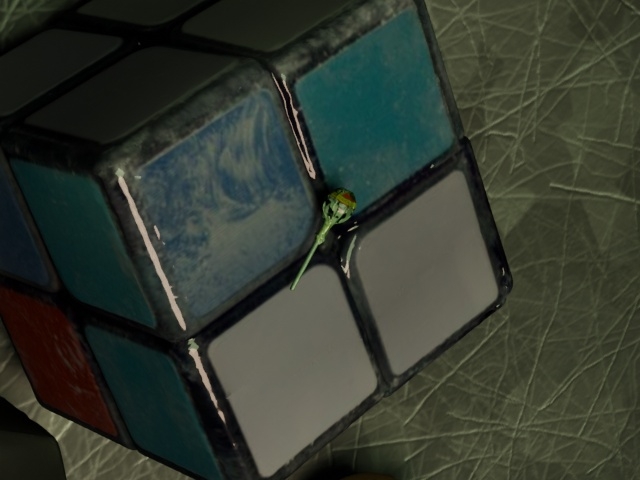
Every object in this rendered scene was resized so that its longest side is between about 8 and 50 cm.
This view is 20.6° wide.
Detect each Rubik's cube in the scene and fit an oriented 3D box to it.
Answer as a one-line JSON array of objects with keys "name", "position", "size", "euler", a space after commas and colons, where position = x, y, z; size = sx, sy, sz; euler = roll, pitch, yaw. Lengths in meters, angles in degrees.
[{"name": "Rubik's cube", "position": [-0.084, -0.030, 1.413], "size": [0.313, 0.316, 0.318], "euler": [-36, 121, -28]}]

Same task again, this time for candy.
[{"name": "candy", "position": [0.000, 0.000, 1.275], "size": [0.023, 0.025, 0.083], "euler": [27, 92, -12]}]

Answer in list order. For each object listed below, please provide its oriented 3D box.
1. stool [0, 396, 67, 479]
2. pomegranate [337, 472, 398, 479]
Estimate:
[{"name": "stool", "position": [-0.324, 0.231, 1.477], "size": [0.232, 0.141, 0.232], "euler": [-10, 111, -29]}, {"name": "pomegranate", "position": [0.059, 0.315, 1.730], "size": [0.196, 0.196, 0.196], "euler": [-11, 112, -29]}]
